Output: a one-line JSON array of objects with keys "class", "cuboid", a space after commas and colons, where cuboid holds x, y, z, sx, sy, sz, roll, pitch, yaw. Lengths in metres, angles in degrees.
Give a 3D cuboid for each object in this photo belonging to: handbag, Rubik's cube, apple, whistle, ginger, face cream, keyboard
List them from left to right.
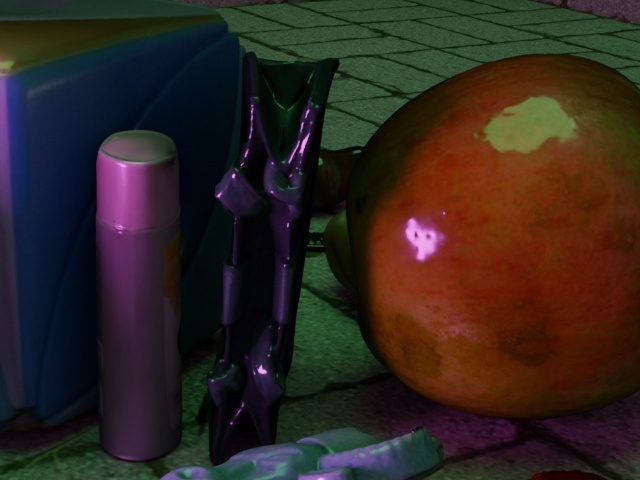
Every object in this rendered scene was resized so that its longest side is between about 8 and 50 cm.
[{"class": "Rubik's cube", "cuboid": [-0.295, -0.054, 1.239, 0.347, 0.352, 0.352, 13, 25, 30]}, {"class": "face cream", "cuboid": [-0.154, 0.047, 1.085, 0.073, 0.269, 0.107, -1, 19, -7]}, {"class": "ginger", "cuboid": [-0.082, -0.098, 1.757, 0.309, 0.107, 0.133, 8, -3, 19]}, {"class": "handbag", "cuboid": [-0.050, 0.007, 1.130, 0.089, 0.326, 0.238, 8, 18, -2]}, {"class": "whistle", "cuboid": [-0.016, 0.191, 0.964, 0.274, 0.093, 0.186, -11, -3, -40]}, {"class": "keyboard", "cuboid": [0.000, 0.000, 1.619, 0.198, 0.010, 0.063, 2, 18, 0]}, {"class": "apple", "cuboid": [0.178, 0.000, 1.174, 0.339, 0.340, 0.339, 2, 19, -1]}]

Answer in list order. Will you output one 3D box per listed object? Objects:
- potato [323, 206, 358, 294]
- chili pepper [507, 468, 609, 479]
[{"class": "potato", "cuboid": [0.090, 0.015, 1.417, 0.194, 0.157, 0.157, 3, 15, 45]}, {"class": "chili pepper", "cuboid": [0.100, 0.223, 0.865, 0.387, 0.110, 0.110, -14, 25, -42]}]
